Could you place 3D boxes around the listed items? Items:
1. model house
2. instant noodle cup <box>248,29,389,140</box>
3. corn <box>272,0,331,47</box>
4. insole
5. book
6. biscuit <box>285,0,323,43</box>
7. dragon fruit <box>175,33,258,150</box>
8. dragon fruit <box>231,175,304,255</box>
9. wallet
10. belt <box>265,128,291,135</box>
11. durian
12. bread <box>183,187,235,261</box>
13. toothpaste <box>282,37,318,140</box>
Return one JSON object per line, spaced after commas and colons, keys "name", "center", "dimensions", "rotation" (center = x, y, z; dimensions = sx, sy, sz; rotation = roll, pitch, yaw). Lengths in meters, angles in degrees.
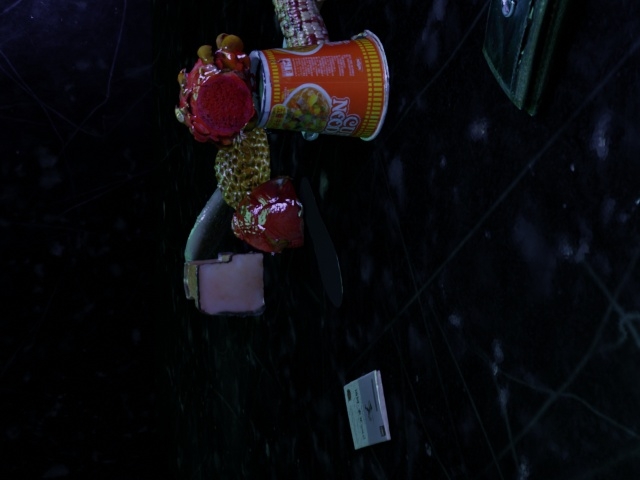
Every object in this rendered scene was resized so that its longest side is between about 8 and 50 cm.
{"name": "model house", "center": [-0.253, 0.108, 2.405], "dimensions": [0.172, 0.183, 0.166], "rotation": [-167, 76, -68]}
{"name": "instant noodle cup", "center": [-0.015, -0.264, 1.604], "dimensions": [0.193, 0.212, 0.193], "rotation": [177, 90, -71]}
{"name": "corn", "center": [-0.033, -0.407, 1.776], "dimensions": [0.253, 0.086, 0.086], "rotation": [71, 158, 11]}
{"name": "insole", "center": [0.000, 0.000, 1.926], "dimensions": [0.109, 0.007, 0.322], "rotation": [110, 150, -47]}
{"name": "book", "center": [0.085, 0.318, 1.734], "dimensions": [0.181, 0.014, 0.127], "rotation": [135, 129, -66]}
{"name": "biscuit", "center": [-0.031, -0.473, 1.886], "dimensions": [0.234, 0.030, 0.153], "rotation": [114, 146, -54]}
{"name": "dragon fruit", "center": [-0.166, -0.257, 1.543], "dimensions": [0.150, 0.133, 0.207], "rotation": [-20, 55, 43]}
{"name": "dragon fruit", "center": [-0.118, -0.050, 2.032], "dimensions": [0.120, 0.161, 0.127], "rotation": [-112, 7, -48]}
{"name": "wallet", "center": [0.245, -0.289, 1.105], "dimensions": [0.160, 0.055, 0.236], "rotation": [-106, 21, -49]}
{"name": "belt", "center": [-0.087, -0.286, 2.047], "dimensions": [0.140, 0.058, 0.105], "rotation": [149, 121, -73]}
{"name": "durian", "center": [-0.185, -0.176, 2.289], "dimensions": [0.139, 0.145, 0.252], "rotation": [66, -169, -82]}
{"name": "bread", "center": [-0.282, -0.044, 2.478], "dimensions": [0.266, 0.041, 0.267], "rotation": [-61, -6, -11]}
{"name": "toothpaste", "center": [-0.049, -0.320, 1.955], "dimensions": [0.074, 0.048, 0.296], "rotation": [103, 159, -46]}
